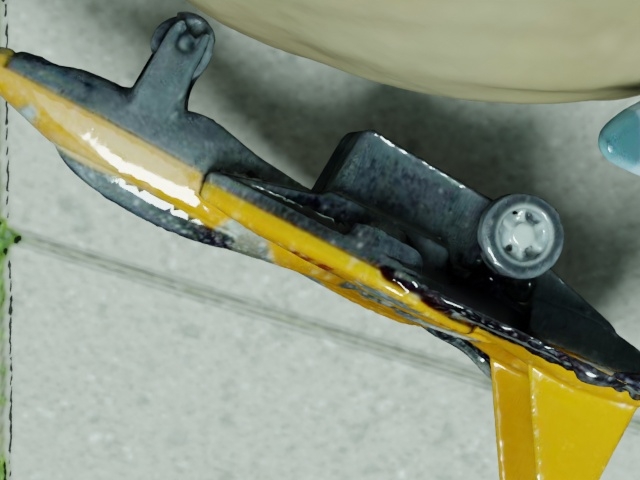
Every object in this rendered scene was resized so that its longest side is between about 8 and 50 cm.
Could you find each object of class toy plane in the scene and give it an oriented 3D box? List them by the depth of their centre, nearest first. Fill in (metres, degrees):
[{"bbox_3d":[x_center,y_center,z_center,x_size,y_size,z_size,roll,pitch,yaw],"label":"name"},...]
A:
[{"bbox_3d":[0.007,-0.011,0.761,0.316,0.204,0.103,37,83,-10],"label":"toy plane"}]

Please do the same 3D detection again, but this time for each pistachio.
[{"bbox_3d":[0.044,-0.131,0.687,0.288,0.197,0.166,4,113,27],"label":"pistachio"}]

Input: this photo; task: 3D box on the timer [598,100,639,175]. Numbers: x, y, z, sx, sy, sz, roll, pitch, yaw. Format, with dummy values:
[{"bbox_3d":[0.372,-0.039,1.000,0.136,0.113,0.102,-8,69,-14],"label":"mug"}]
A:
[{"bbox_3d":[0.232,-0.013,0.704,0.175,0.255,0.175,6,101,30],"label":"timer"}]
